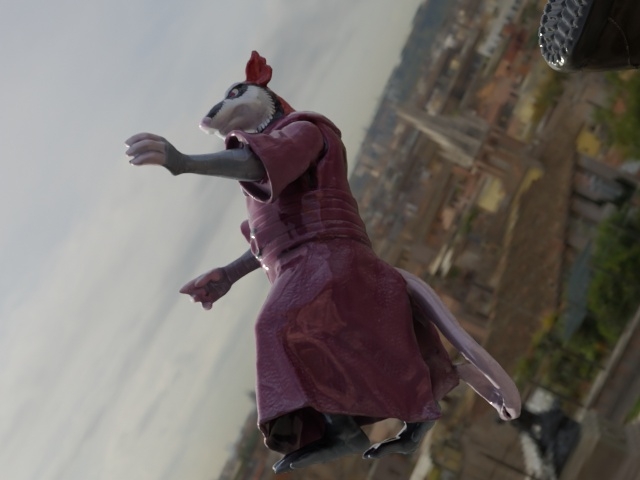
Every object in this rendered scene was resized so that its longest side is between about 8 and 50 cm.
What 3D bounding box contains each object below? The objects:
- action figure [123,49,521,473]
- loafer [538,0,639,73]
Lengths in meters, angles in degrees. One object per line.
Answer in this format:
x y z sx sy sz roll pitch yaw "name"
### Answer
0.000 0.000 0.982 0.248 0.276 0.370 78 178 -75 "action figure"
0.215 -0.207 0.748 0.080 0.078 0.220 -111 38 -57 "loafer"
